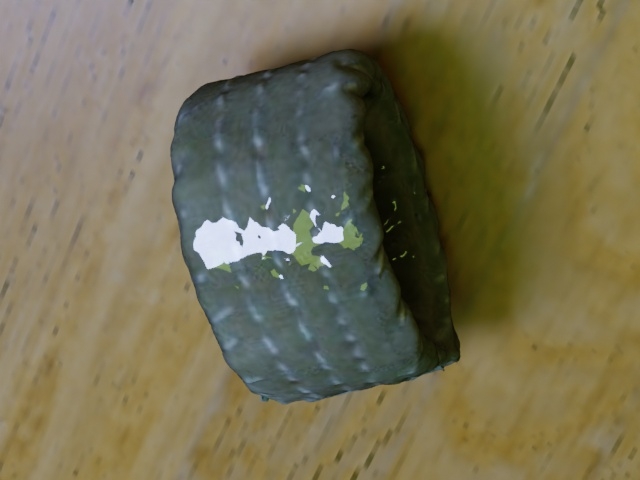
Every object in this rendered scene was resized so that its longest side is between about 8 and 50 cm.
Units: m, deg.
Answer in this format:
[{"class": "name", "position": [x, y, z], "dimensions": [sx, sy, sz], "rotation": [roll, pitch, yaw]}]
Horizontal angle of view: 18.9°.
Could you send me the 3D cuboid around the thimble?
[{"class": "thimble", "position": [0.000, 0.000, 0.581], "dimensions": [0.062, 0.084, 0.110], "rotation": [-11, 121, 17]}]
